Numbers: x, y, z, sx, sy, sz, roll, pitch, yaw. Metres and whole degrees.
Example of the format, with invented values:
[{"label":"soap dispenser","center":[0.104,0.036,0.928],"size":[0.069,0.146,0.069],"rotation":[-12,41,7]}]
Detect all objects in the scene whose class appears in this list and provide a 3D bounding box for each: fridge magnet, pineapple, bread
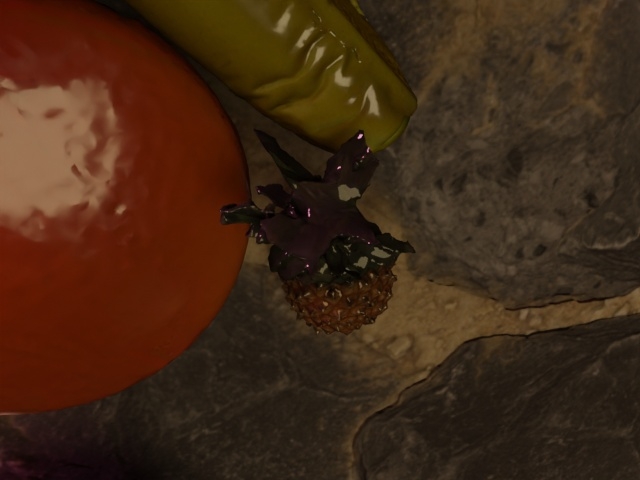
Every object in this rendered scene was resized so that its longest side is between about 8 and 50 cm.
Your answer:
[{"label":"fridge magnet","center":[-0.235,-0.020,0.647],"size":[0.363,0.155,0.364],"rotation":[-8,120,-13]},{"label":"pineapple","center":[0.000,0.000,0.688],"size":[0.119,0.130,0.277],"rotation":[-39,164,-6]},{"label":"bread","center":[-0.080,-0.196,0.597],"size":[0.112,0.166,0.383],"rotation":[-40,124,19]}]
